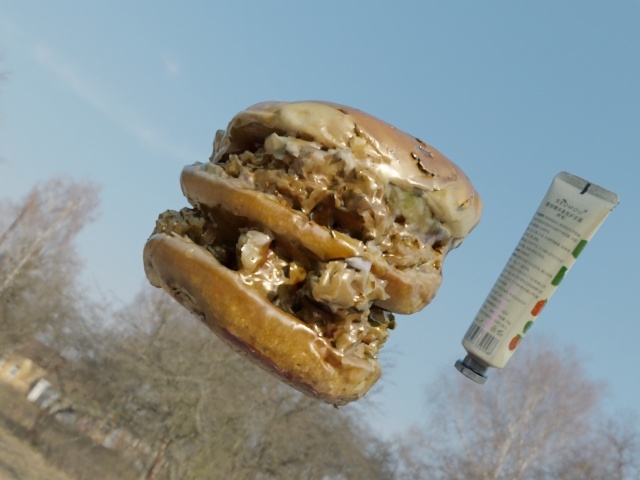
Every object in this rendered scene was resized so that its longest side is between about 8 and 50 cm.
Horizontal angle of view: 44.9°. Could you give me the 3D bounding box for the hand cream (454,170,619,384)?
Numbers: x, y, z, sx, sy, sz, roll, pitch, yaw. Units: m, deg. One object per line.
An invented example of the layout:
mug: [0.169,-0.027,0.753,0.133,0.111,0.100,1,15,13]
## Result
hand cream: [0.251,0.048,0.936,0.059,0.276,0.095,25,9,-41]

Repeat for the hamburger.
hamburger: [-0.009,0.006,0.635,0.245,0.211,0.261,22,-8,43]
